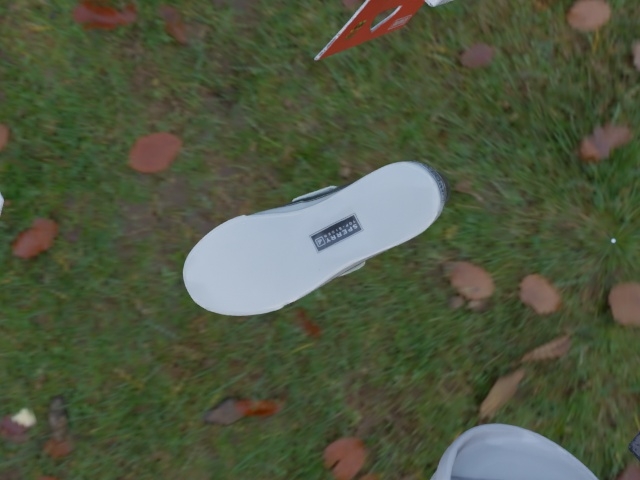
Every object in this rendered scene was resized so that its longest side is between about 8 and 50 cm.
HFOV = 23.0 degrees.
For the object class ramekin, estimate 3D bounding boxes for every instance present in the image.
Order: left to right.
[{"bbox_3d":[0.216,0.348,1.751,0.273,0.273,0.127,44,126,8],"label":"ramekin"}]

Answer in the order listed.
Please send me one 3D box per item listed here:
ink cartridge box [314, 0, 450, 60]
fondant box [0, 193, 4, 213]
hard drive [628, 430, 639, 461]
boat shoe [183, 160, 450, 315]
[{"bbox_3d":[0.131,-0.259,1.507,0.060,0.275,0.239,44,114,6],"label":"ink cartridge box"},{"bbox_3d":[-0.390,-0.034,1.411,0.096,0.330,0.238,-18,67,-27],"label":"fondant box"},{"bbox_3d":[0.519,0.251,1.667,0.339,0.064,0.237,46,116,32],"label":"hard drive"},{"bbox_3d":[0.000,0.000,1.225,0.219,0.070,0.078,-20,89,15],"label":"boat shoe"}]
